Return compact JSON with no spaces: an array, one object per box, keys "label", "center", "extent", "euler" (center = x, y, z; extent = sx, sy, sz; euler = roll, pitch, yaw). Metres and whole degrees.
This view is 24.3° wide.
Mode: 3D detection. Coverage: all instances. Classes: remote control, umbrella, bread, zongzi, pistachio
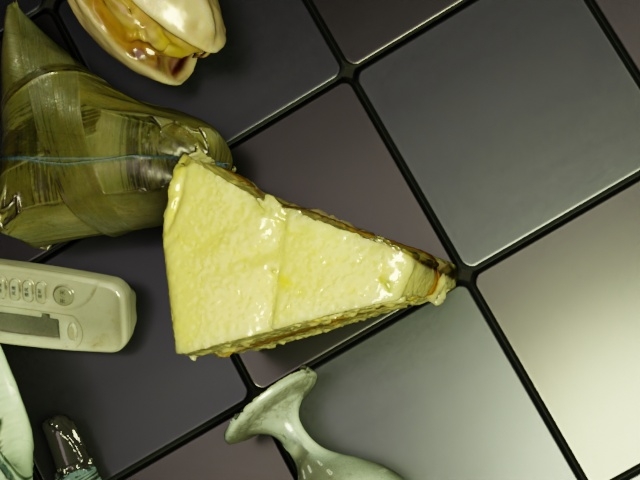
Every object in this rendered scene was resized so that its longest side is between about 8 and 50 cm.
[{"label":"remote control","center":[-0.308,0.065,1.580],"extent":[0.230,0.049,0.090],"euler":[6,113,13]},{"label":"umbrella","center":[-0.236,0.300,1.533],"extent":[0.053,0.052,0.250],"euler":[-33,74,42]},{"label":"bread","center":[0.000,0.000,1.414],"extent":[0.236,0.263,0.198],"euler":[-8,85,14]},{"label":"zongzi","center":[-0.219,-0.141,1.561],"extent":[0.250,0.125,0.274],"euler":[-7,74,13]},{"label":"pistachio","center":[-0.189,-0.273,1.568],"extent":[0.157,0.157,0.229],"euler":[-33,82,6]}]

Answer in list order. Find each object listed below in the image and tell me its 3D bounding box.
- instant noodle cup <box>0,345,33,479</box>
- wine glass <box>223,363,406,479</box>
[{"label":"instant noodle cup","center":[-0.470,0.208,1.501],"extent":[0.312,0.284,0.284],"euler":[-20,78,1]},{"label":"wine glass","center":[0.019,0.248,1.445],"extent":[0.126,0.126,0.241],"euler":[-41,72,4]}]
